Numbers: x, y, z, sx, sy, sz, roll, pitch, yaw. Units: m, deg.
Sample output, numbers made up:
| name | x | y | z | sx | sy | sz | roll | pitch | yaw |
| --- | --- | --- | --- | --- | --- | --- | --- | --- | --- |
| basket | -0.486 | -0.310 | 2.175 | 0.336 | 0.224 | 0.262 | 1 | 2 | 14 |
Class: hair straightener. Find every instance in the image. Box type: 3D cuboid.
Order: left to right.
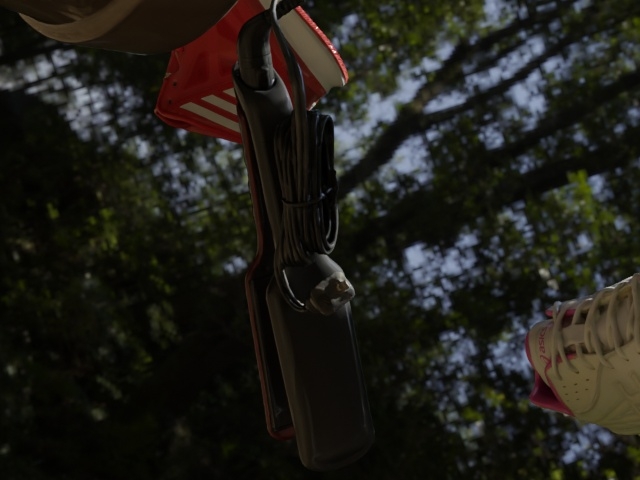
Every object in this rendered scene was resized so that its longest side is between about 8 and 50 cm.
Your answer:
| name | x | y | z | sx | sy | sz | roll | pitch | yaw |
| --- | --- | --- | --- | --- | --- | --- | --- | --- | --- |
| hair straightener | 0.000 | 0.000 | 0.500 | 0.089 | 0.047 | 0.230 | 31 | -53 | 59 |

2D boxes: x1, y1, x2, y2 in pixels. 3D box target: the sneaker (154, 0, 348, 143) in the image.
| name | x | y | z | sx | sy | sz | roll | pitch | yaw |
| --- | --- | --- | --- | --- | --- | --- | --- | --- | --- |
| sneaker | -0.095 | -0.160 | 0.800 | 0.221 | 0.128 | 0.087 | 49 | 1 | 8 |

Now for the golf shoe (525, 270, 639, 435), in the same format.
| name | x | y | z | sx | sy | sz | roll | pitch | yaw |
| --- | --- | --- | --- | --- | --- | --- | --- | --- | --- |
| golf shoe | 0.214 | 0.076 | 0.776 | 0.306 | 0.140 | 0.115 | 77 | 20 | -66 |

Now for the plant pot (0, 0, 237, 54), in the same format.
| name | x | y | z | sx | sy | sz | roll | pitch | yaw |
| --- | --- | --- | --- | --- | --- | --- | --- | --- | --- |
| plant pot | -0.205 | -0.275 | 0.640 | 0.323 | 0.280 | 0.323 | 4 | -85 | 48 |
